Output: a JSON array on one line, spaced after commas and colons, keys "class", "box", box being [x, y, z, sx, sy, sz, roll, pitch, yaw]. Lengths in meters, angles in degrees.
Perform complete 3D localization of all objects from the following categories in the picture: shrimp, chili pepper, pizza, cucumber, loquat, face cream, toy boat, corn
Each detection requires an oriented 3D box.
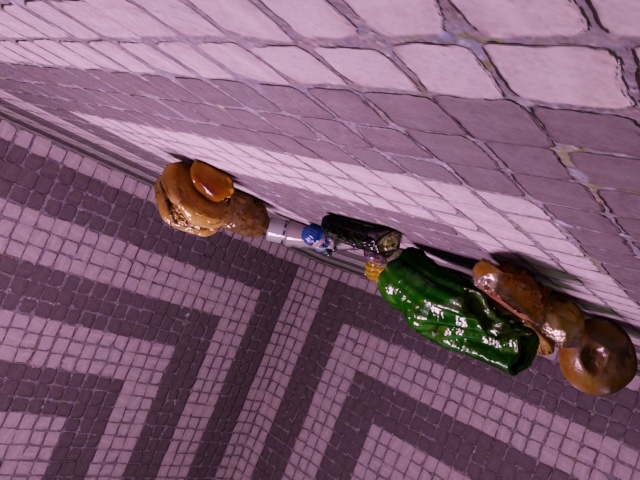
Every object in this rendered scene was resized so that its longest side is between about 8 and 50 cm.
[{"class": "shrimp", "box": [0.144, 0.021, 1.488, 0.073, 0.074, 0.190, 13, -175, 8]}, {"class": "chili pepper", "box": [0.294, 0.162, 1.372, 0.385, 0.167, 0.213, 34, -170, 37]}, {"class": "pizza", "box": [0.527, 0.154, 1.347, 0.204, 0.080, 0.188, 13, -155, -39]}, {"class": "cucumber", "box": [0.080, -0.015, 1.429, 0.067, 0.067, 0.245, 25, 173, -41]}, {"class": "loquat", "box": [0.656, 0.275, 1.437, 0.179, 0.179, 0.227, 19, 180, 30]}, {"class": "face cream", "box": [-0.025, -0.009, 2.030, 0.314, 0.089, 0.143, 11, 174, -4]}, {"class": "toy boat", "box": [0.212, 0.053, 1.704, 0.093, 0.055, 0.293, 22, 175, -14]}, {"class": "pizza", "box": [0.374, 0.091, 1.168, 0.161, 0.085, 0.305, 38, -174, 26]}, {"class": "corn", "box": [0.233, 0.100, 1.890, 0.102, 0.102, 0.313, 23, 176, -19]}]

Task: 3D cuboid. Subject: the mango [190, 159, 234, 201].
[{"class": "mango", "box": [-0.272, -0.146, 1.501, 0.127, 0.077, 0.063, 38, 163, -30]}]

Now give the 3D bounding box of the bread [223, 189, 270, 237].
[{"class": "bread", "box": [-0.263, -0.089, 1.837, 0.230, 0.123, 0.230, 18, 180, 0]}]

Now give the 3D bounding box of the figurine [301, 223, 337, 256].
[{"class": "figurine", "box": [-0.005, -0.005, 1.920, 0.079, 0.077, 0.136, 45, -178, 34]}]

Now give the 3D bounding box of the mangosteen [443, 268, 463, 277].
[{"class": "mangosteen", "box": [0.315, 0.152, 1.682, 0.181, 0.145, 0.156, 1, 176, 13]}]

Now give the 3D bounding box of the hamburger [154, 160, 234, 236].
[{"class": "hamburger", "box": [-0.324, -0.105, 1.569, 0.214, 0.108, 0.213, 31, -147, -23]}]

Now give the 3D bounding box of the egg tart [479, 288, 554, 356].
[{"class": "egg tart", "box": [0.477, 0.178, 1.532, 0.291, 0.107, 0.291, 36, 173, 5]}]
